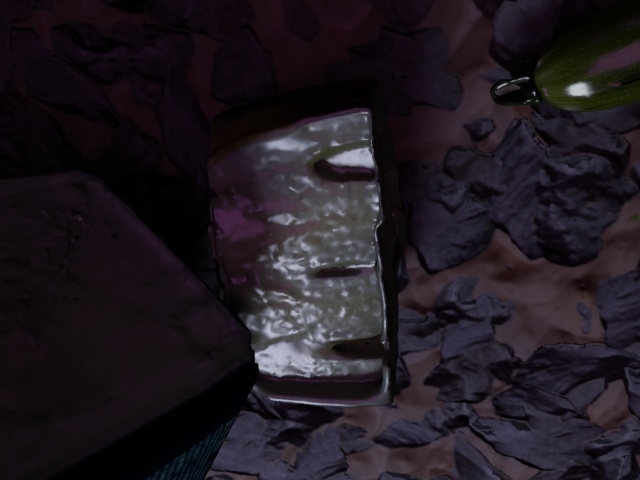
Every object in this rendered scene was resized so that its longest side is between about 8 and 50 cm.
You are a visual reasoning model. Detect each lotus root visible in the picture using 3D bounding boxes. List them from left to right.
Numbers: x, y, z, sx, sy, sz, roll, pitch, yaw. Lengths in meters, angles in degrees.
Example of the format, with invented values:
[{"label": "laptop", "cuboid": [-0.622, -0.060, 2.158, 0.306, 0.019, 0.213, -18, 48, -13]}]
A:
[{"label": "lotus root", "cuboid": [0.000, 0.000, 0.435, 0.119, 0.138, 0.235, 1, 113, 14]}]

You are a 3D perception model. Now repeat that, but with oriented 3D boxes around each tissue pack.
[{"label": "tissue pack", "cuboid": [-0.251, 0.181, 0.418, 0.253, 0.264, 0.417, 42, 126, 20]}]

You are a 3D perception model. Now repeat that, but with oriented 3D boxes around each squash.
[{"label": "squash", "cuboid": [0.263, -0.155, 0.364, 0.318, 0.071, 0.080, -31, 104, 19]}]
